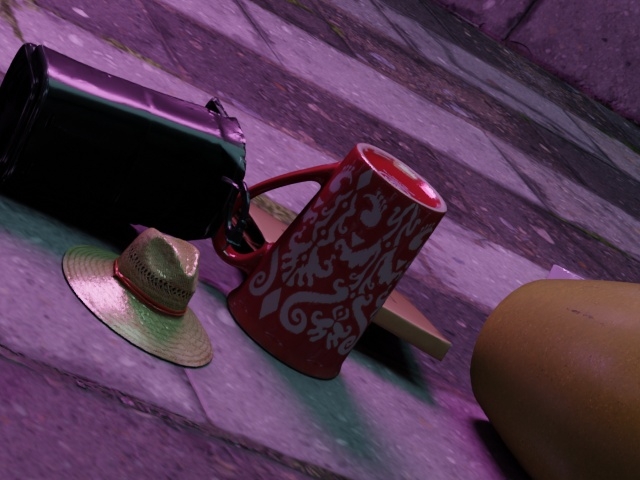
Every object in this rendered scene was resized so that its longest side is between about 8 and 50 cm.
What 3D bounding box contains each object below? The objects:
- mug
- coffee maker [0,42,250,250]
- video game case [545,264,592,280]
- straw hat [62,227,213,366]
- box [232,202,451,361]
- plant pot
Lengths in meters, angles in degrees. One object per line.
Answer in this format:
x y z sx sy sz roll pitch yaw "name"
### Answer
0.003 0.005 1.535 0.150 0.169 0.113 31 17 -22 "mug"
-0.156 -0.076 1.474 0.178 0.120 0.171 17 0 -26 "coffee maker"
0.394 0.123 2.098 0.244 0.061 0.269 28 4 31 "video game case"
-0.121 0.025 1.415 0.144 0.061 0.144 34 15 -11 "straw hat"
0.012 0.031 1.702 0.201 0.021 0.164 31 6 -20 "box"
0.275 0.145 1.615 0.275 0.274 0.293 21 6 -44 "plant pot"
